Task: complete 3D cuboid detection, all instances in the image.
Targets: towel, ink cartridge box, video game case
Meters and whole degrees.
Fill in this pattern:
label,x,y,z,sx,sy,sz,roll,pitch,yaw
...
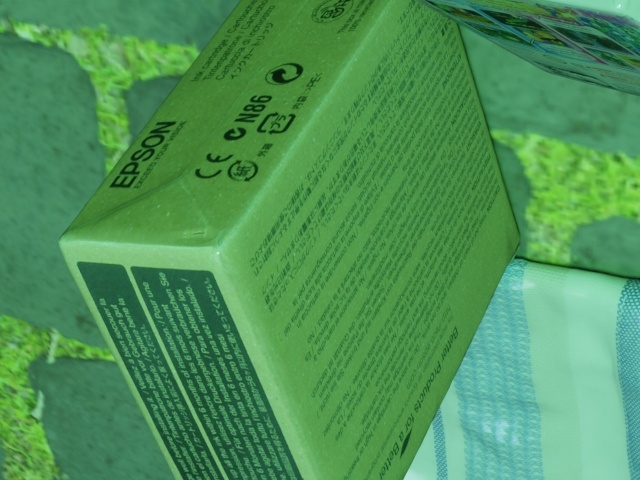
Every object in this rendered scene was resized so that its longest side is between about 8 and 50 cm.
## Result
label,x,y,z,sx,sy,sz,roll,pitch,yaw
towel,0.073,0.088,0.950,0.285,0.034,0.209,8,133,24
ink cartridge box,0.000,0.000,0.755,0.088,0.234,0.193,3,131,28
video game case,0.109,-0.087,0.670,0.143,0.019,0.157,22,-179,-41
